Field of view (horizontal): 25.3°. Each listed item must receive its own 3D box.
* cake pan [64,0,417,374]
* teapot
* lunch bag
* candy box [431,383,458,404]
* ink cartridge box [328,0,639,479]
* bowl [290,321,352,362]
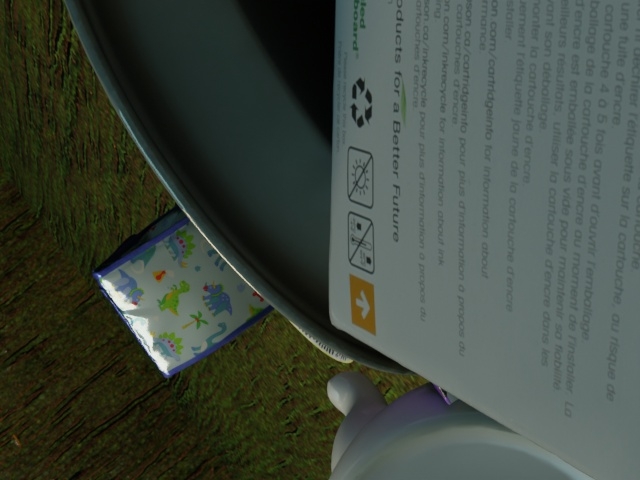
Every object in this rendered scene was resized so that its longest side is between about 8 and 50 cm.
[{"bbox_3d":[0.004,-0.086,0.608,0.293,0.054,0.293,42,-149,-33],"label":"cake pan"},{"bbox_3d":[0.131,0.191,0.901,0.187,0.252,0.256,-18,-88,-68],"label":"teapot"},{"bbox_3d":[-0.124,0.038,1.365,0.129,0.151,0.096,56,164,-14],"label":"lunch bag"},{"bbox_3d":[0.036,-0.024,0.850,0.196,0.070,0.165,60,176,-22],"label":"candy box"},{"bbox_3d":[0.095,-0.086,0.347,0.307,0.072,0.304,24,114,60],"label":"ink cartridge box"},{"bbox_3d":[0.000,0.000,1.049,0.170,0.080,0.170,49,164,18],"label":"bowl"}]
